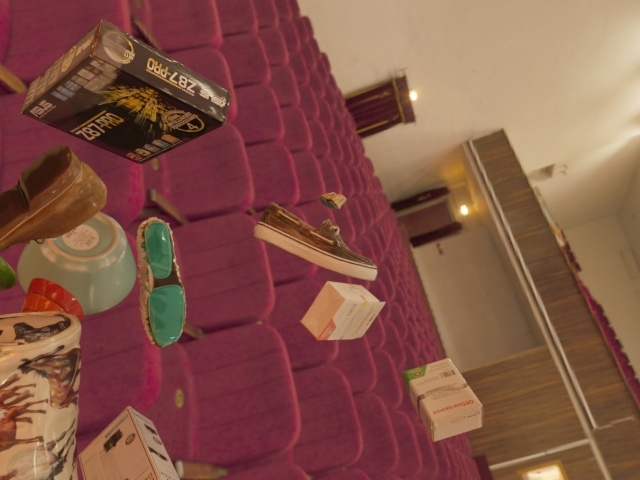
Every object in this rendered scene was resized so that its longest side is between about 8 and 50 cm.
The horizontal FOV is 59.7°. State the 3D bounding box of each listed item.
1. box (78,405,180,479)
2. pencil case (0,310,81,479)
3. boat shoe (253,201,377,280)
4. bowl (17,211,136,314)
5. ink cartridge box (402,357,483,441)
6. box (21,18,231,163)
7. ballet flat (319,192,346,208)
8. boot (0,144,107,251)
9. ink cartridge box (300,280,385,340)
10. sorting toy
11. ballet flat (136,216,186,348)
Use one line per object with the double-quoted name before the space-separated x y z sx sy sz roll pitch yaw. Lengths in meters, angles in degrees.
"box" -0.426 0.524 1.246 0.087 0.169 0.290 52 -12 -34
"pencil case" -0.407 0.289 0.743 0.183 0.159 0.411 -122 -143 -74
"boat shoe" 0.000 0.000 1.415 0.121 0.335 0.119 -168 -80 -86
"bowl" -0.654 0.031 1.530 0.163 0.311 0.312 121 -32 -42
"ink cartridge box" 0.343 0.446 1.576 0.208 0.152 0.087 -117 -165 -61
"box" -0.449 -0.315 1.282 0.318 0.394 0.097 26 65 -41
"ballet flat" 0.045 -0.136 1.878 0.057 0.052 0.168 52 -8 -20
"boot" -0.477 -0.017 0.881 0.112 0.305 0.115 58 3 34
"ink cartridge box" 0.057 0.162 1.268 0.067 0.115 0.198 42 15 31
"sorting toy" -0.639 0.096 1.041 0.126 0.365 0.127 -64 -177 -39
"ballet flat" -0.515 0.133 1.774 0.147 0.146 0.409 19 66 -80
